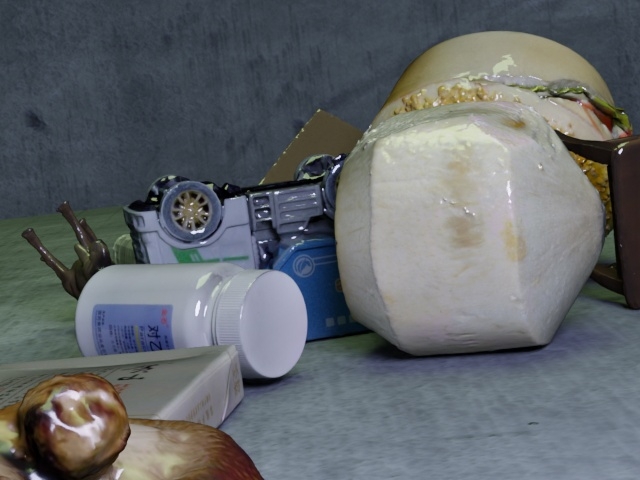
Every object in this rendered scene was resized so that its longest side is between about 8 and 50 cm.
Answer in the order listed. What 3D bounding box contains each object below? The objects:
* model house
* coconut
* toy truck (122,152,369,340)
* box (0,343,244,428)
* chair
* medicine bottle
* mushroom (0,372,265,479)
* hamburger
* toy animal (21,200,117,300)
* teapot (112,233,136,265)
[{"bbox_3d":[0.012,-0.027,1.879,0.176,0.181,0.248,34,-17,9],"label":"model house"},{"bbox_3d":[0.131,-0.013,1.211,0.241,0.241,0.241,-7,7,1],"label":"coconut"},{"bbox_3d":[0.000,0.000,1.377,0.367,0.175,0.146,-8,5,-12],"label":"toy truck"},{"bbox_3d":[-0.187,0.133,0.950,0.204,0.051,0.365,-6,7,10],"label":"box"},{"bbox_3d":[0.355,-0.027,1.295,0.186,0.160,0.319,-12,16,-19],"label":"chair"},{"bbox_3d":[-0.110,0.070,1.200,0.186,0.103,0.102,-1,9,37],"label":"medicine bottle"},{"bbox_3d":[-0.131,0.137,0.597,0.231,0.138,0.194,2,-15,-45],"label":"mushroom"},{"bbox_3d":[0.194,-0.089,1.548,0.302,0.302,0.170,-4,50,19],"label":"hamburger"},{"bbox_3d":[-0.237,0.044,1.535,0.093,0.186,0.214,-36,-14,-5],"label":"toy animal"},{"bbox_3d":[-0.197,0.016,1.732,0.077,0.107,0.200,-6,6,-20],"label":"teapot"}]
